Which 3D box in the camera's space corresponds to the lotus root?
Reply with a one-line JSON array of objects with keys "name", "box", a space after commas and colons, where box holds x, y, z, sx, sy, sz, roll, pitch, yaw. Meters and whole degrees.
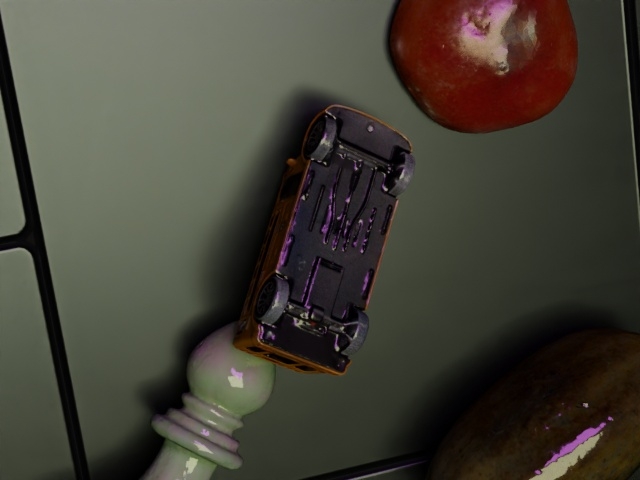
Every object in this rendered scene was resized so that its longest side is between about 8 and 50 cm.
[{"name": "lotus root", "box": [0.188, 0.161, 1.228, 0.241, 0.124, 0.123, -41, 140, -6]}]

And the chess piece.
[{"name": "chess piece", "box": [-0.102, 0.171, 1.165, 0.139, 0.139, 0.272, 30, 82, -20]}]

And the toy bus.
[{"name": "toy bus", "box": [0.000, 0.000, 1.140, 0.083, 0.088, 0.195, 23, 73, -21]}]

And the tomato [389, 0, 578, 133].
[{"name": "tomato", "box": [0.134, -0.153, 1.168, 0.155, 0.069, 0.156, -3, 104, -14]}]
